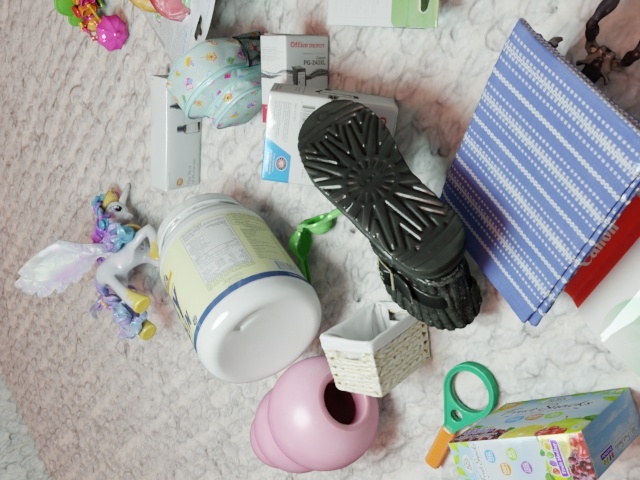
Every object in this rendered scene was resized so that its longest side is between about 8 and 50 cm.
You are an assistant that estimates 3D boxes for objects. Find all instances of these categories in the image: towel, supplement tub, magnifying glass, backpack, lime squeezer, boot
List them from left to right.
[{"bbox_3d":[-0.180,-0.291,1.212,0.166,0.188,0.144,-37,76,42],"label":"backpack"},{"bbox_3d":[-0.166,0.079,1.241,0.325,0.235,0.235,51,133,42],"label":"supplement tub"},{"bbox_3d":[0.000,0.000,1.222,0.110,0.059,0.310,49,129,22],"label":"lime squeezer"},{"bbox_3d":[0.105,-0.029,0.999,0.131,0.260,0.348,-34,61,2],"label":"boot"},{"bbox_3d":[0.231,0.303,1.120,0.092,0.026,0.231,36,122,30],"label":"magnifying glass"},{"bbox_3d":[0.266,-0.070,0.834,0.243,0.040,0.336,57,151,30],"label":"towel"}]

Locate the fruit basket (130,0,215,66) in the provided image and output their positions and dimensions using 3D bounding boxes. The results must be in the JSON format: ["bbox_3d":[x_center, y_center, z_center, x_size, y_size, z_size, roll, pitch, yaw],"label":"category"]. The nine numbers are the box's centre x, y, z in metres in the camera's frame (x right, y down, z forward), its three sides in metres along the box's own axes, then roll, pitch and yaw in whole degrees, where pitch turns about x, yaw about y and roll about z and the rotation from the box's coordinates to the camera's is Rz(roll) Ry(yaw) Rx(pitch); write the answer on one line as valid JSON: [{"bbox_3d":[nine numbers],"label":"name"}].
[{"bbox_3d":[-0.286,-0.512,1.246,0.353,0.165,0.327,55,149,13],"label":"fruit basket"}]

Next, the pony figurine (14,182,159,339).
[{"bbox_3d":[-0.500,0.071,1.595,0.363,0.303,0.351,40,94,32],"label":"pony figurine"}]

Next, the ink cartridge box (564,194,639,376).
[{"bbox_3d":[0.405,0.047,0.864,0.225,0.056,0.181,44,127,24],"label":"ink cartridge box"}]

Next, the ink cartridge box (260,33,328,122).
[{"bbox_3d":[-0.044,-0.282,1.143,0.063,0.109,0.150,16,113,40],"label":"ink cartridge box"}]

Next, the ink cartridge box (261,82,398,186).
[{"bbox_3d":[0.013,-0.166,1.070,0.203,0.086,0.148,8,113,-1],"label":"ink cartridge box"}]

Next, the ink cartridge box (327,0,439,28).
[{"bbox_3d":[0.108,-0.383,1.005,0.209,0.062,0.109,17,113,38],"label":"ink cartridge box"}]

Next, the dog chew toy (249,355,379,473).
[{"bbox_3d":[-0.032,0.352,1.266,0.206,0.207,0.332,60,141,12],"label":"dog chew toy"}]

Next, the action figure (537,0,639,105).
[{"bbox_3d":[0.320,-0.205,0.810,0.164,0.141,0.275,44,125,23],"label":"action figure"}]

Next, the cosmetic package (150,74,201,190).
[{"bbox_3d":[-0.309,-0.232,1.412,0.060,0.099,0.239,23,117,37],"label":"cosmetic package"}]

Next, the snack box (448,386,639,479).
[{"bbox_3d":[0.316,0.276,0.926,0.207,0.174,0.070,-22,84,45],"label":"snack box"}]

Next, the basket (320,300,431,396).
[{"bbox_3d":[0.098,0.180,1.110,0.113,0.167,0.103,0,107,43],"label":"basket"}]

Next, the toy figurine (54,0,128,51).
[{"bbox_3d":[-0.519,-0.503,1.534,0.159,0.130,0.173,52,153,6],"label":"toy figurine"}]
